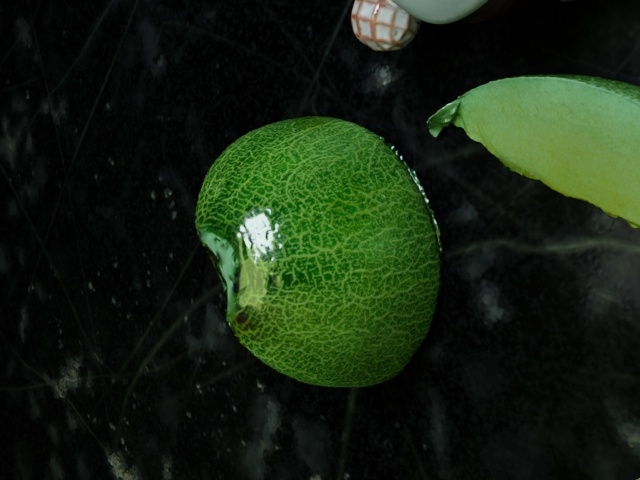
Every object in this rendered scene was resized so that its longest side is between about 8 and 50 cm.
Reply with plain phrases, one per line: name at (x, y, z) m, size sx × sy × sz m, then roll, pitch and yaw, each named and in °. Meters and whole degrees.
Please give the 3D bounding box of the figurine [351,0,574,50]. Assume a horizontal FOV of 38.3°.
figurine at (0.065, -0.283, 0.678) m, size 0.370 × 0.167 × 0.281 m, roll 48°, pitch 124°, yaw 40°

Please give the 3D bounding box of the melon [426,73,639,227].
melon at (0.185, -0.073, 0.690) m, size 0.262 × 0.053 × 0.114 m, roll 21°, pitch 131°, yaw 46°

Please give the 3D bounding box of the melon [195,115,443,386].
melon at (0.000, 0.000, 0.790) m, size 0.129 × 0.169 × 0.265 m, roll -30°, pitch 77°, yaw 43°

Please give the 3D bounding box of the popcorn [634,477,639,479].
popcorn at (0.250, 0.224, 0.618) m, size 0.135 × 0.162 × 0.141 m, roll 87°, pitch 176°, yaw -59°
